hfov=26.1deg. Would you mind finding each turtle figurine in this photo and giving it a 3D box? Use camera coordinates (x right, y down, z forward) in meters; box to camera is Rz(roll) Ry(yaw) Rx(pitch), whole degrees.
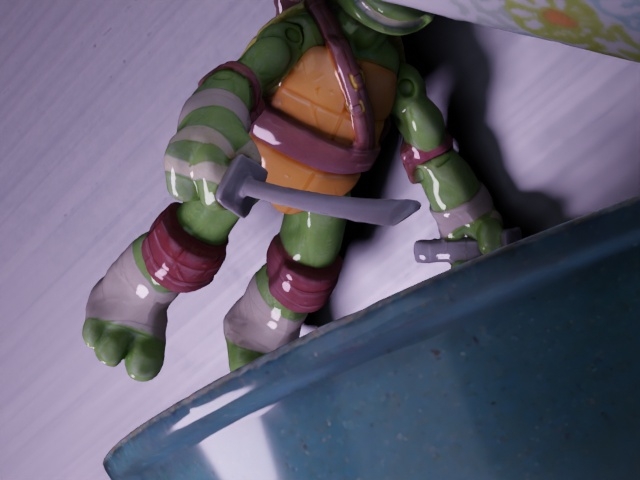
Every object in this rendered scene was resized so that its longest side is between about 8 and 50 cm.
[{"bbox_3d":[0.000,0.000,0.700,0.275,0.198,0.266,48,128,15],"label":"turtle figurine"}]

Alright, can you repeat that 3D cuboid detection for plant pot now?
[{"bbox_3d":[0.131,0.183,0.541,0.341,0.341,0.334,-32,74,36],"label":"plant pot"}]

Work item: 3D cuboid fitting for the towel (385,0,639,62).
[{"bbox_3d":[0.049,-0.187,0.484,0.374,0.320,0.090,17,74,17],"label":"towel"}]
